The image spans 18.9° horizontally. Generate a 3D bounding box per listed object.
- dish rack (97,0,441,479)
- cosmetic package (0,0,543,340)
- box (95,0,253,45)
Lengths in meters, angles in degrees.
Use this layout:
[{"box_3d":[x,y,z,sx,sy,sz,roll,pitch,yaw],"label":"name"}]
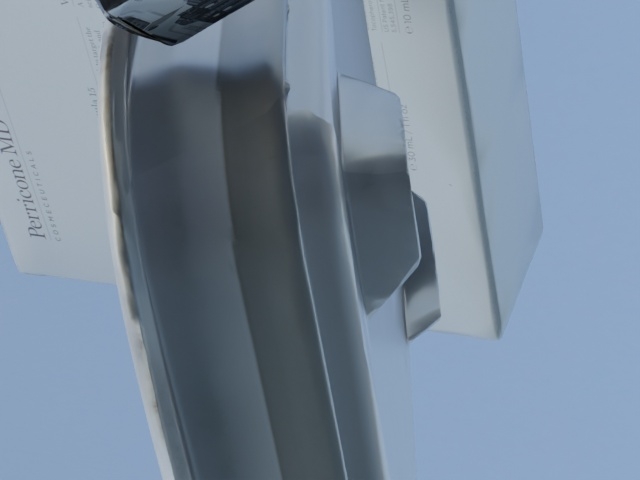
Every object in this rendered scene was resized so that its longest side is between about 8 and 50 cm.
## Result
[{"box_3d":[0.000,0.000,0.627,0.072,0.333,0.285,-8,-57,4],"label":"dish rack"},{"box_3d":[-0.055,-0.132,0.922,0.097,0.284,0.377,-64,-28,-43],"label":"cosmetic package"},{"box_3d":[0.032,-0.223,0.431,0.307,0.076,0.242,-28,-93,6],"label":"box"}]
